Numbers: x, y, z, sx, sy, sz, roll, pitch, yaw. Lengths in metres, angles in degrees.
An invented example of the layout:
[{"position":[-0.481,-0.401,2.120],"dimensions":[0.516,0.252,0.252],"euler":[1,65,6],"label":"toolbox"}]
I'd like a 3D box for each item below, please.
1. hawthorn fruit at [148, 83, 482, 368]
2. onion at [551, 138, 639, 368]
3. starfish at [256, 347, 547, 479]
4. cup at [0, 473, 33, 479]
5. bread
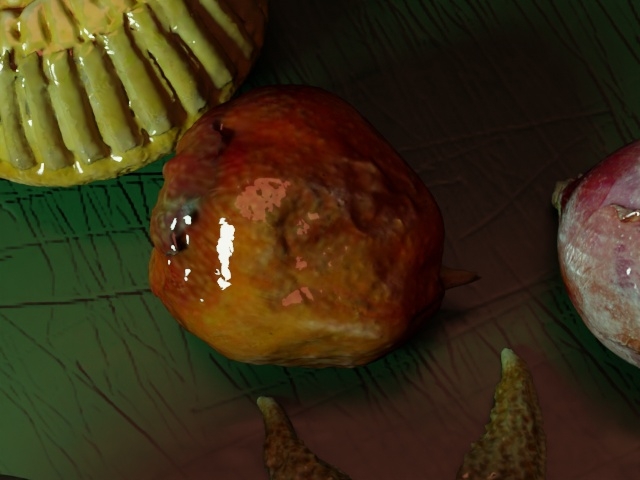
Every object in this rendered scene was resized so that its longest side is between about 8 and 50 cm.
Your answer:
[{"position":[-0.015,-0.002,0.982],"dimensions":[0.173,0.173,0.179],"euler":[-42,81,-9],"label":"hawthorn fruit"},{"position":[0.205,0.003,0.983],"dimensions":[0.195,0.159,0.159],"euler":[23,72,46],"label":"onion"},{"position":[0.046,0.228,0.931],"dimensions":[0.347,0.078,0.358],"euler":[-41,67,-10],"label":"starfish"},{"position":[-0.195,0.293,0.810],"dimensions":[0.357,0.274,0.259],"euler":[-37,119,-11],"label":"cup"},{"position":[-0.151,-0.146,1.035],"dimensions":[0.240,0.139,0.240],"euler":[-5,65,10],"label":"bread"}]
